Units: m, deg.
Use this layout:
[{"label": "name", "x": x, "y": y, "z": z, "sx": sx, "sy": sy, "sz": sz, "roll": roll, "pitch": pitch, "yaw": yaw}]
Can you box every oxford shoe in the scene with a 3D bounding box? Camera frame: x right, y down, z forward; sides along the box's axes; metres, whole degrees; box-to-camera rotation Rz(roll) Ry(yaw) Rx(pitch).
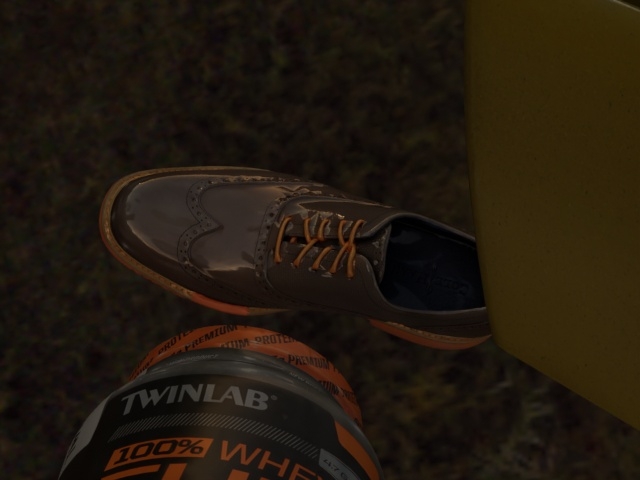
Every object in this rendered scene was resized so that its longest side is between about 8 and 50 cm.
[{"label": "oxford shoe", "x": 0.000, "y": 0.000, "z": 1.292, "sx": 0.364, "sy": 0.133, "sz": 0.130, "roll": 10, "pitch": 77, "yaw": -10}]

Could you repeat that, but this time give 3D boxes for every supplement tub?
[{"label": "supplement tub", "x": -0.063, "y": 0.197, "z": 0.830, "sx": 0.193, "sy": 0.194, "sz": 0.316, "roll": 56, "pitch": 22, "yaw": -26}]

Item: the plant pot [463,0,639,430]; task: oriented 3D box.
[{"label": "plant pot", "x": 0.187, "y": -0.020, "z": 0.688, "sx": 0.212, "sy": 0.212, "sz": 0.187, "roll": -16, "pitch": 127, "yaw": -43}]
